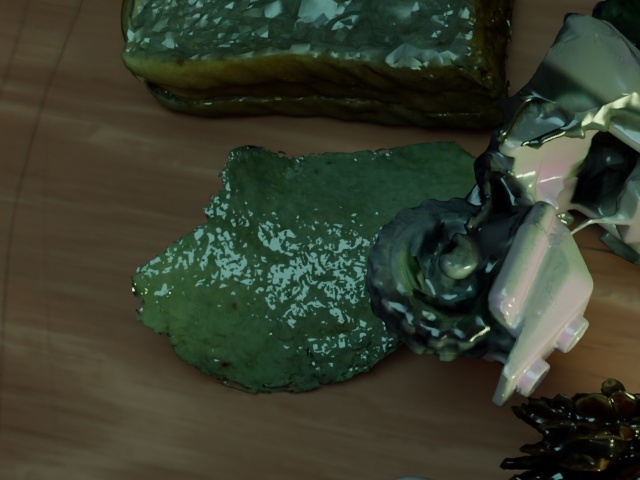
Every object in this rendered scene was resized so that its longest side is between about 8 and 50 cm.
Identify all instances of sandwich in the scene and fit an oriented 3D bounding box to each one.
[{"bbox_3d":[0.009,-0.228,1.357,0.271,0.099,0.301,3,69,14],"label":"sandwich"}]

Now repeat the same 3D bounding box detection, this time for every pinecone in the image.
[{"bbox_3d":[0.173,0.142,1.150,0.140,0.140,0.120,4,79,14],"label":"pinecone"}]

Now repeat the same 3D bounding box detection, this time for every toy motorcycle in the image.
[{"bbox_3d":[0.181,-0.027,1.198,0.188,0.143,0.327,35,61,17],"label":"toy motorcycle"}]

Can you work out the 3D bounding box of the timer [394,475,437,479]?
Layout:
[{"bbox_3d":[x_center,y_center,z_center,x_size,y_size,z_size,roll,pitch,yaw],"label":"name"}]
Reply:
[{"bbox_3d":[0.108,0.263,1.062,0.192,0.195,0.194,12,64,17],"label":"timer"}]

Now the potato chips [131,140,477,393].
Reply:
[{"bbox_3d":[0.002,0.002,1.278,0.167,0.059,0.228,37,79,12],"label":"potato chips"}]
